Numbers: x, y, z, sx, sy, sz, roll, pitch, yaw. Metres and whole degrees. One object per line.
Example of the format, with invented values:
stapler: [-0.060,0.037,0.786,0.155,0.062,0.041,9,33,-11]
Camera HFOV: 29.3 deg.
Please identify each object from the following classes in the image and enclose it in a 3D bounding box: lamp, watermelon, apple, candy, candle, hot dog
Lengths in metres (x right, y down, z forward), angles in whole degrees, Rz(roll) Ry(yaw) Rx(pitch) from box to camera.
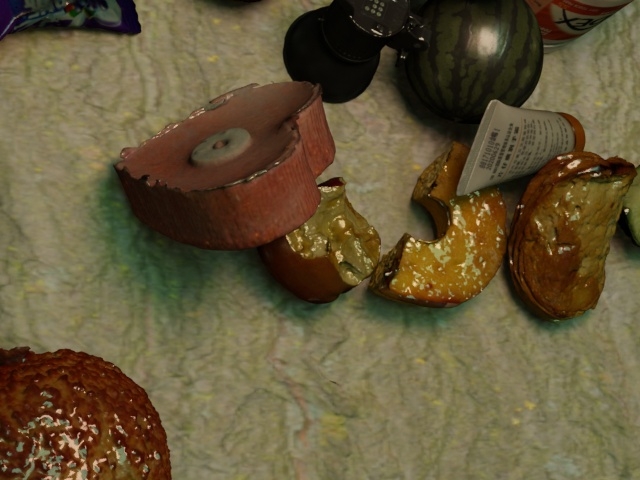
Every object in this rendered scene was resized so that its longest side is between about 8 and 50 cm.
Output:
lamp: [0.058,-0.296,1.714,0.172,0.227,0.147,26,69,-14]
watermelon: [0.224,-0.271,1.785,0.212,0.212,0.212,5,75,-20]
apple: [-0.004,0.005,1.667,0.156,0.147,0.158,-27,98,-57]
candy: [-0.363,-0.333,1.626,0.275,0.070,0.145,-14,84,-43]
candle: [-0.125,-0.082,1.590,0.287,0.317,0.131,-11,116,12]
hot dog: [0.365,-0.011,1.808,0.175,0.114,0.259,-2,115,-37]

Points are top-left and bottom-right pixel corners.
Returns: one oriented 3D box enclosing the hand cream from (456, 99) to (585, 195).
hand cream: [0.286,-0.132,1.759,0.089,0.314,0.139,27,108,25]

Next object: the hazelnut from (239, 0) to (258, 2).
hazelnut: [-0.105,-0.434,1.698,0.208,0.208,0.208,5,75,-20]

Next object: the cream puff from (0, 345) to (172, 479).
cream puff: [-0.322,0.287,1.429,0.351,0.229,0.350,6,73,-21]

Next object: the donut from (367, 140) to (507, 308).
donut: [0.182,0.007,1.758,0.152,0.101,0.259,34,66,-12]

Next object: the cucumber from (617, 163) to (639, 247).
cucumber: [0.578,-0.081,1.937,0.325,0.105,0.145,-28,115,-25]

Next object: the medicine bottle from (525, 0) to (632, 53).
medicine bottle: [0.366,-0.441,1.862,0.253,0.241,0.252,5,76,-20]
